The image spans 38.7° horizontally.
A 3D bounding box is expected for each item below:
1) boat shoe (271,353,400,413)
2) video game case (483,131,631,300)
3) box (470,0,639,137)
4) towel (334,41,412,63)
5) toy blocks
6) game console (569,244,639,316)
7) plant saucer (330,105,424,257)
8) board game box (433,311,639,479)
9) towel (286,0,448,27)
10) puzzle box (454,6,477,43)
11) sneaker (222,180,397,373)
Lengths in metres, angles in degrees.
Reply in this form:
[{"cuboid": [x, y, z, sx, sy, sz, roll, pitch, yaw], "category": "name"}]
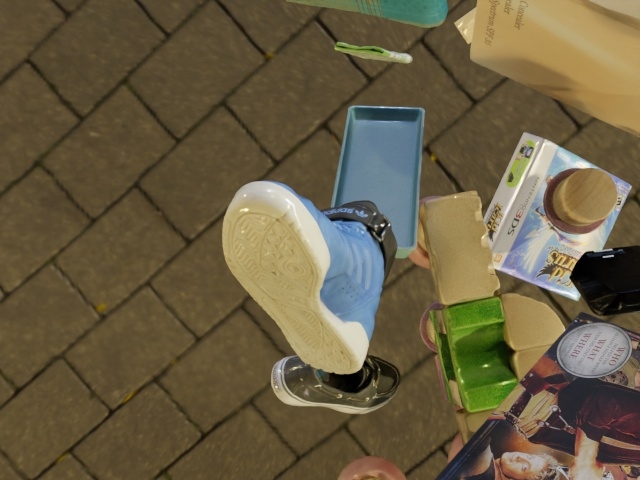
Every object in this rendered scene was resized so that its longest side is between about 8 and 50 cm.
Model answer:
[{"cuboid": [0.023, 0.108, 0.707, 0.040, 0.142, 0.049, -25, 68, 36], "category": "boat shoe"}, {"cuboid": [0.426, -0.037, 1.674, 0.269, 0.061, 0.244, 19, 98, -34], "category": "video game case"}, {"cuboid": [0.275, -0.145, 0.649, 0.311, 0.148, 0.121, 28, 77, 14], "category": "box"}, {"cuboid": [0.108, -0.377, 1.815, 0.113, 0.152, 0.023, 11, 98, 25], "category": "towel"}, {"cuboid": [0.140, 0.094, 0.807, 0.308, 0.260, 0.289, -12, 85, 2], "category": "toy blocks"}, {"cuboid": [0.587, 0.049, 1.440, 0.361, 0.213, 0.044, -8, 106, 6], "category": "game console"}, {"cuboid": [0.046, -0.051, 0.726, 0.067, 0.192, 0.018, 3, 131, 6], "category": "plant saucer"}, {"cuboid": [0.142, 0.156, 0.482, 0.243, 0.165, 0.042, -43, 130, -23], "category": "board game box"}, {"cuboid": [0.021, -0.427, 1.177, 0.271, 0.370, 0.040, 17, 68, 23], "category": "towel"}, {"cuboid": [0.455, -0.513, 1.638, 0.052, 0.272, 0.409, 56, 142, -5], "category": "puzzle box"}, {"cuboid": [-0.001, 0.000, 0.496, 0.058, 0.085, 0.152, 1, 143, 27], "category": "sneaker"}]
